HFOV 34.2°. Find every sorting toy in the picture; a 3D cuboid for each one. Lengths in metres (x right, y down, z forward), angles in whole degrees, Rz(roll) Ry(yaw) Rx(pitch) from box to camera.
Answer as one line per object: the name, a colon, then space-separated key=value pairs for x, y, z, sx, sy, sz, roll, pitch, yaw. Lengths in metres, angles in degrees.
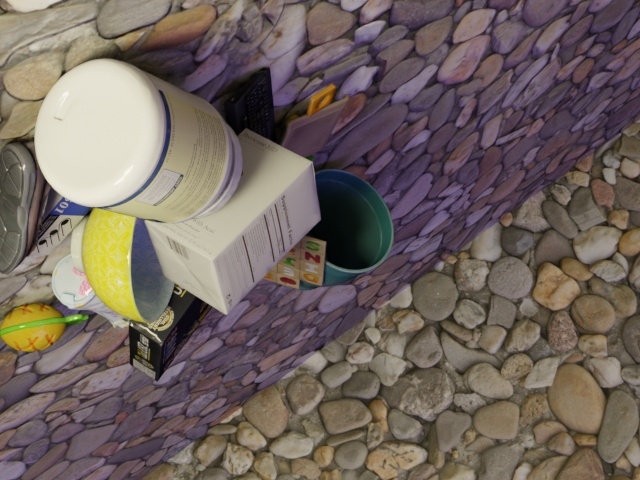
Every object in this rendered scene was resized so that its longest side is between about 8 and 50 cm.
sorting toy: x=-0.037 y=-0.238 z=2.272 sx=0.196 sy=0.047 sz=0.347 roll=-32 pitch=163 yaw=-35

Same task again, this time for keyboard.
keyboard: x=-0.158 y=-0.203 z=2.102 sx=0.201 sy=0.033 sz=0.317 roll=-46 pitch=163 yaw=-18

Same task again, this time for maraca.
maraca: x=-0.579 y=0.178 z=2.168 sx=0.186 sy=0.099 sz=0.127 roll=-8 pitch=174 yaw=-33

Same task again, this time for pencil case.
pencil case: x=-0.461 y=0.106 z=2.205 sx=0.124 sy=0.113 sz=0.273 roll=-60 pitch=160 yaw=-6

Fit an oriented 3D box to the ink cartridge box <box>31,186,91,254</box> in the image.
ink cartridge box: x=-0.483 y=-0.056 z=1.915 sx=0.207 sy=0.046 sz=0.097 roll=-45 pitch=160 yaw=20

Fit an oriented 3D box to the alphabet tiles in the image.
alphabet tiles: x=-0.127 y=0.018 z=2.406 sx=0.342 sy=0.285 sz=0.011 roll=94 pitch=13 yaw=-64

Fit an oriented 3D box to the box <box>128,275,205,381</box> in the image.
box: x=-0.305 y=0.130 z=2.324 sx=0.318 sy=0.097 sz=0.395 roll=-57 pitch=177 yaw=-22

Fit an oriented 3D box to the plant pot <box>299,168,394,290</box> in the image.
plant pot: x=0.000 y=0.000 z=2.573 sx=0.272 sy=0.271 sz=0.255 roll=-22 pitch=169 yaw=-36

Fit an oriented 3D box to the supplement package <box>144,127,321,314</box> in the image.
supplement package: x=-0.162 y=-0.041 z=1.999 sx=0.293 sy=0.178 sz=0.175 roll=-46 pitch=149 yaw=-27

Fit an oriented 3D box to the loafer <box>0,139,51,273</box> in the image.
loafer: x=-0.507 y=-0.056 z=1.797 sx=0.095 sy=0.109 sz=0.302 roll=-26 pitch=155 yaw=-40

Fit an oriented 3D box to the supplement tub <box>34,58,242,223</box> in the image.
supplement tub: x=-0.292 y=-0.154 z=1.744 sx=0.235 sy=0.235 sz=0.325 roll=-43 pitch=159 yaw=13

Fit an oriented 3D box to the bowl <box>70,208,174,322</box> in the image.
bowl: x=-0.388 y=0.011 z=2.015 sx=0.156 sy=0.289 sz=0.289 roll=4 pitch=163 yaw=11
